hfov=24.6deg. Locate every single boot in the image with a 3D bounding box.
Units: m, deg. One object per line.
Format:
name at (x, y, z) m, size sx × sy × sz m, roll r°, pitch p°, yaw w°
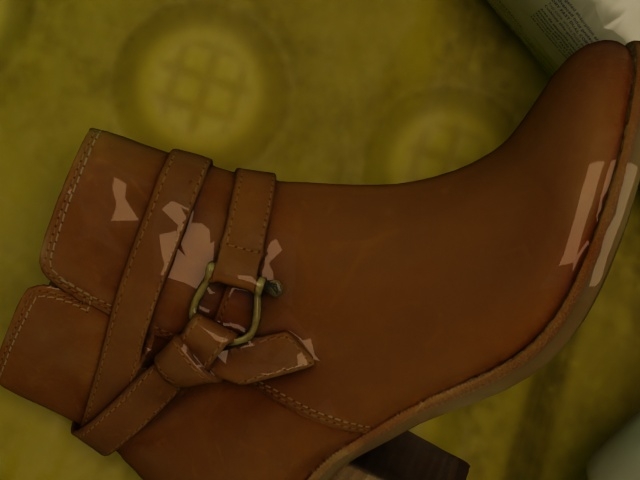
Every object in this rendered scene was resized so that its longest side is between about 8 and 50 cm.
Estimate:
boot at (0.000, 0.000, 0.643) m, size 0.220 × 0.109 × 0.283 m, roll 29°, pitch 107°, yaw 1°

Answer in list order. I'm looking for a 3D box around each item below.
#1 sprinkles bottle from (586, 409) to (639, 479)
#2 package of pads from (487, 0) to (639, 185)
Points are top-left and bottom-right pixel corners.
sprinkles bottle at (0.281, 0.027, 0.629) m, size 0.121 × 0.121 × 0.355 m, roll 45°, pitch 103°, yaw -3°
package of pads at (0.237, -0.158, 0.711) m, size 0.296 × 0.101 × 0.229 m, roll -41°, pitch 92°, yaw -10°
